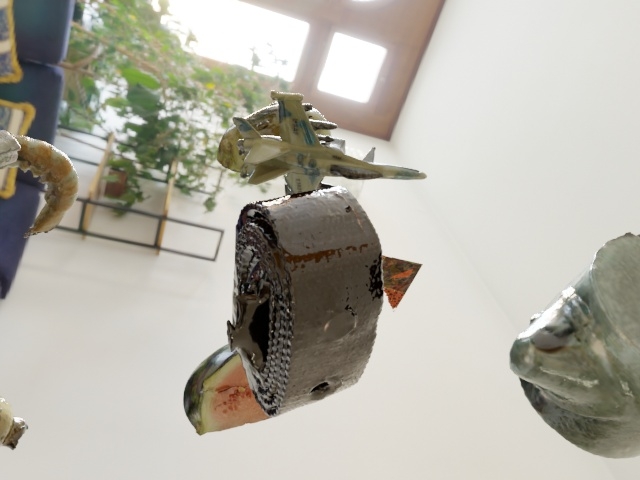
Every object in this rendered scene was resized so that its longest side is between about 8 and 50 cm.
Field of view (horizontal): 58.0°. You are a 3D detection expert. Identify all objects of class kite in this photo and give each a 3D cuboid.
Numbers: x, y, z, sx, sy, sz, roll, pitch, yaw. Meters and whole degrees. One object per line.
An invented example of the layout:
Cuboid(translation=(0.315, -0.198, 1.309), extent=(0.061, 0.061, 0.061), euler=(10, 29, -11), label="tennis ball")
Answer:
Cuboid(translation=(0.186, 0.078, 1.371), extent=(0.125, 0.222, 0.008), euler=(-24, -148, 16), label="kite")

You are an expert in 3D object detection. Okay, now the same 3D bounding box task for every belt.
Cuboid(translation=(-0.036, 0.080, 0.685), extent=(0.184, 0.164, 0.289), euler=(48, -38, 45), label="belt")

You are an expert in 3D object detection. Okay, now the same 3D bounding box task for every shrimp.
Cuboid(translation=(-0.687, -0.144, 1.409), extent=(0.068, 0.185, 0.287), euler=(-105, -174, -50), label="shrimp")

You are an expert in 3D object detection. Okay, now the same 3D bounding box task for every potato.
Cuboid(translation=(-0.098, -0.241, 1.282), extent=(0.160, 0.272, 0.111), euler=(43, -36, 46), label="potato")

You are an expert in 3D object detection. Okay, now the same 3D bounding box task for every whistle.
Cuboid(translation=(0.384, 0.088, 0.675), extent=(0.188, 0.405, 0.168), euler=(43, -41, 20), label="whistle")

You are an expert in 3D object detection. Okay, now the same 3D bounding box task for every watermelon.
Cuboid(translation=(-0.117, 0.235, 1.085), extent=(0.159, 0.303, 0.128), euler=(50, -56, 32), label="watermelon")

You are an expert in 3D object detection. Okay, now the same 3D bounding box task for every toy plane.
Cuboid(translation=(0.011, -0.111, 0.779), extent=(0.088, 0.262, 0.192), euler=(-81, 173, -45), label="toy plane")

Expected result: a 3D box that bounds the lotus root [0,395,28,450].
Cuboid(translation=(-0.662, 0.324, 1.012), extent=(0.160, 0.284, 0.146), euler=(-11, -116, 41), label="lotus root")

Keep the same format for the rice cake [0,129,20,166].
Cuboid(translation=(-0.450, -0.089, 0.674), extent=(0.036, 0.047, 0.207), euler=(-53, 173, 35), label="rice cake")
